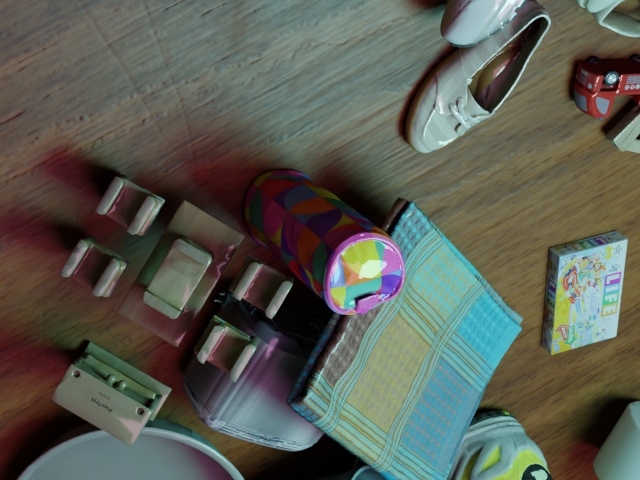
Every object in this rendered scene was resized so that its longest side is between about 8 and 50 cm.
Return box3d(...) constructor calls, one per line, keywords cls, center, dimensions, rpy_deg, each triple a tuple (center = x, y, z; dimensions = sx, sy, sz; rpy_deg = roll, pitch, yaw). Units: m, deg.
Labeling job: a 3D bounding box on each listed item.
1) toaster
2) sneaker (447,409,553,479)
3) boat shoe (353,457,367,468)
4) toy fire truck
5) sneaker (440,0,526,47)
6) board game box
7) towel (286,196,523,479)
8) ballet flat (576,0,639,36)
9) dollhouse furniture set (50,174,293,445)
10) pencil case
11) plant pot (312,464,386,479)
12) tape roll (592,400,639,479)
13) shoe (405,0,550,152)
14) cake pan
box3d(cls="toaster", center=(-0.057, 0.149, 1.688), dimensions=(0.227, 0.129, 0.146), rpy_deg=(20, 110, -38))
box3d(cls="sneaker", center=(0.203, 0.422, 1.976), dimensions=(0.145, 0.147, 0.384), rpy_deg=(-3, 121, -28))
box3d(cls="boat shoe", center=(0.067, 0.326, 1.915), dimensions=(0.046, 0.038, 0.125), rpy_deg=(-7, 121, -24))
box3d(cls="toy fire truck", center=(0.388, -0.157, 1.785), dimensions=(0.192, 0.047, 0.135), rpy_deg=(-6, 122, -24))
box3d(cls="sneaker", center=(0.181, -0.350, 1.541), dimensions=(0.129, 0.111, 0.297), rpy_deg=(15, 104, -21))
box3d(cls="board game box", center=(0.345, 0.069, 1.911), dimensions=(0.103, 0.026, 0.154), rpy_deg=(-14, 124, -20))
box3d(cls="towel", center=(0.112, 0.140, 1.711), dimensions=(0.271, 0.040, 0.370), rpy_deg=(-62, 145, -11))
box3d(cls="ballet flat", center=(0.345, -0.293, 1.618), dimensions=(0.124, 0.116, 0.342), rpy_deg=(-40, 151, 18))
box3d(cls="dollhouse furniture set", center=(-0.173, 0.078, 1.561), dimensions=(0.212, 0.161, 0.242), rpy_deg=(31, 93, -2))
box3d(cls="pencil case", center=(0.000, 0.000, 1.568), dimensions=(0.104, 0.236, 0.104), rpy_deg=(-9, 113, -22))
box3d(cls="plant pot", center=(-0.011, 0.435, 1.809), dimensions=(0.196, 0.293, 0.293), rpy_deg=(-10, 131, 20))
box3d(cls="tape roll", center=(0.521, 0.341, 2.003), dimensions=(0.286, 0.286, 0.100), rpy_deg=(20, 107, -35))
box3d(cls="shoe", center=(0.178, -0.184, 1.652), dimensions=(0.076, 0.058, 0.219), rpy_deg=(33, 100, -37))
box3d(cls="cake pan", center=(-0.224, 0.320, 1.707), dimensions=(0.293, 0.054, 0.293), rpy_deg=(-4, 122, -6))
